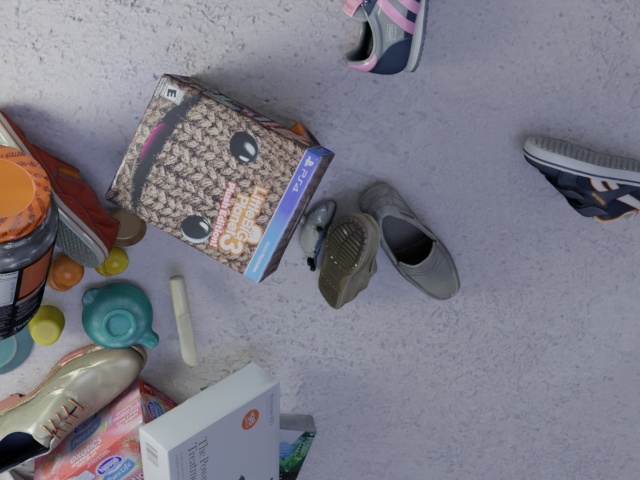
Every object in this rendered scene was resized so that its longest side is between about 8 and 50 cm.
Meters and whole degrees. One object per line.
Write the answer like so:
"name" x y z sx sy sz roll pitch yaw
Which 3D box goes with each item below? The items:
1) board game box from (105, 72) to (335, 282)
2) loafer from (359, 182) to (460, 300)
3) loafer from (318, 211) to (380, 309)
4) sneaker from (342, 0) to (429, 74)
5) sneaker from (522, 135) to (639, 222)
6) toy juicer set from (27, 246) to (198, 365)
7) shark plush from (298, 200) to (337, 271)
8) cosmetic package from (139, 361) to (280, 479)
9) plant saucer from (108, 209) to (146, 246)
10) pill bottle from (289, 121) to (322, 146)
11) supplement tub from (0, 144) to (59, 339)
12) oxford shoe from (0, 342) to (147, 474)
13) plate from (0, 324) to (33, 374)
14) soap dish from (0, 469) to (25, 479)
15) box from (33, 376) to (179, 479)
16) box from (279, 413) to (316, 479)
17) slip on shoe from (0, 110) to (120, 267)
"board game box" -0.162 -0.106 1.613 0.291 0.141 0.232 28 101 5
"loafer" 0.182 0.023 1.917 0.112 0.111 0.319 -36 125 12
"loafer" 0.064 0.028 1.886 0.092 0.102 0.268 -28 157 -30
"sneaker" 0.104 -0.414 1.594 0.131 0.112 0.319 -8 124 -13
"sneaker" 0.518 -0.109 1.904 0.321 0.126 0.127 12 115 -23
"toy juicer set" -0.377 0.113 1.863 0.329 0.089 0.209 10 103 -17
"shark plush" 0.000 0.000 1.893 0.067 0.073 0.161 -26 128 -34
"cosmetic package" -0.214 0.468 1.988 0.284 0.097 0.377 -30 135 -37
"plant saucer" -0.362 -0.026 1.802 0.083 0.015 0.083 -7 126 -9
"pill bottle" -0.105 -0.104 1.743 0.245 0.130 0.130 -37 125 11
"supplement tub" -0.541 0.007 1.597 0.207 0.207 0.338 7 145 -19
"oxford shoe" -0.506 0.340 1.936 0.397 0.146 0.140 -35 123 9
"plate" -0.647 0.196 1.877 0.188 0.024 0.188 -8 125 -11
"soap dish" -0.593 0.609 2.014 0.118 0.291 0.229 -45 128 -13
"box" -0.434 0.442 2.028 0.300 0.142 0.154 -38 125 12
"box" -0.168 0.519 2.205 0.232 0.058 0.322 9 122 -20
"slip on shoe" -0.468 -0.099 1.680 0.123 0.101 0.331 -13 125 44
